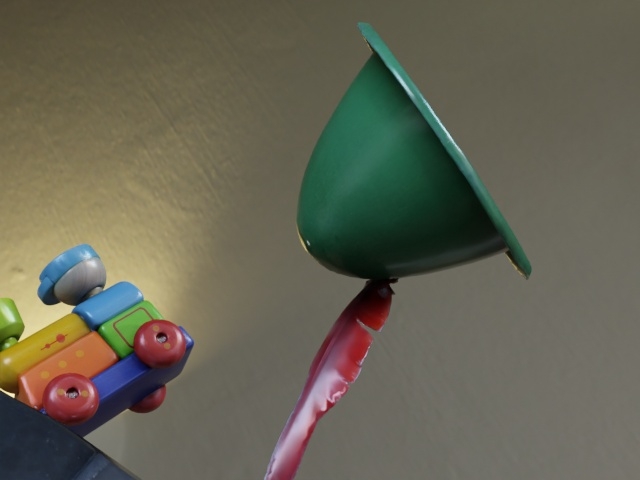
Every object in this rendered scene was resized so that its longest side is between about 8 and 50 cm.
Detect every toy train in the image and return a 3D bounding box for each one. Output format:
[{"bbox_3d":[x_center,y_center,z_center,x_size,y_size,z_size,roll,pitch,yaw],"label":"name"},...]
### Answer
[{"bbox_3d":[-0.236,0.108,0.913,0.248,0.143,0.105,-32,-18,-34],"label":"toy train"}]

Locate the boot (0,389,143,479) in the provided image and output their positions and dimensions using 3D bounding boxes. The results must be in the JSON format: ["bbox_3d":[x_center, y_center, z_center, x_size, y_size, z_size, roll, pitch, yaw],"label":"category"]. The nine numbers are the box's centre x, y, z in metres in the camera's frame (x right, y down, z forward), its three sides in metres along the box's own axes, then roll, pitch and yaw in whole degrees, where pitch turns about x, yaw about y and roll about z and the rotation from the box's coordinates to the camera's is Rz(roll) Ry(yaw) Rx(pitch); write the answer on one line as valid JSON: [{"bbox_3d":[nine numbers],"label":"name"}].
[{"bbox_3d":[-0.367,0.148,0.601,0.367,0.445,0.146,-51,-10,-35],"label":"boot"}]

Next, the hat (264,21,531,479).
[{"bbox_3d":[0.000,0.000,0.649,0.183,0.208,0.173,-34,-78,7],"label":"hat"}]
